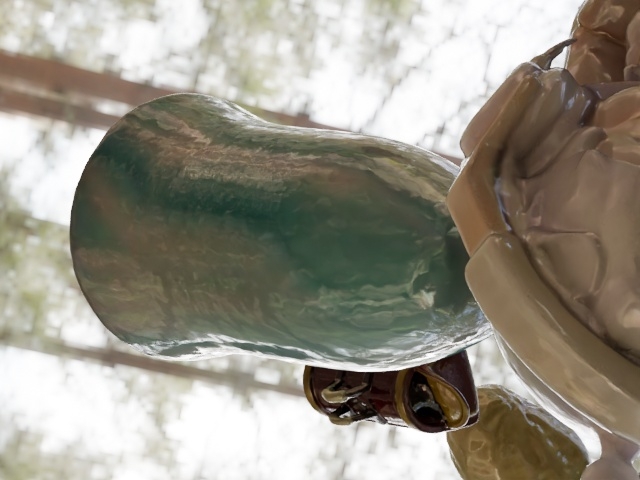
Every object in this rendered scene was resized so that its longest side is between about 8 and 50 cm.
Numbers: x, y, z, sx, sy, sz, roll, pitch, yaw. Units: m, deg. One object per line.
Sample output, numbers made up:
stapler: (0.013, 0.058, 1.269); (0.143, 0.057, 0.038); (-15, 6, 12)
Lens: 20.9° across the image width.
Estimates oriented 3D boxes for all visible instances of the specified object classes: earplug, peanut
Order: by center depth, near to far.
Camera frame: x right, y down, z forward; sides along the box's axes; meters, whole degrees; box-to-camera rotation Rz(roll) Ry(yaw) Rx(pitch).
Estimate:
earplug: (0.000, 0.000, 1.068); (0.324, 0.185, 0.185); (6, -98, 54)
peanut: (0.221, 0.255, 1.691); (0.125, 0.274, 0.111); (-24, -162, 19)

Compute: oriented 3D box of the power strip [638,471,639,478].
power strip: (0.409, 0.234, 1.668); (0.272, 0.052, 0.078); (-27, -118, 41)

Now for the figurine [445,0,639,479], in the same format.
figurine: (0.128, -0.017, 0.596); (0.141, 0.162, 0.237); (-55, -172, 49)

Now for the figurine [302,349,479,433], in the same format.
figurine: (0.051, 0.110, 1.305); (0.154, 0.098, 0.082); (4, -69, 51)
